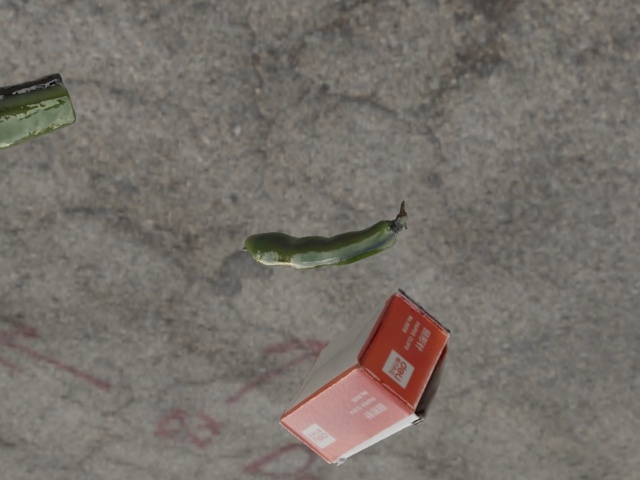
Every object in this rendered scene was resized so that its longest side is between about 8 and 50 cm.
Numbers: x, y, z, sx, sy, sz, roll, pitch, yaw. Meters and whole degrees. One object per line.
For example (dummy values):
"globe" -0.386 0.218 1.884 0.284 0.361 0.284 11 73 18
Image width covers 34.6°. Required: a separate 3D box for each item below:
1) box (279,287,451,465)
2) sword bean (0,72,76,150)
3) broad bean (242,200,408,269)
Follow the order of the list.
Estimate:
"box" 0.055 0.164 1.192 0.099 0.133 0.182 39 135 -9
"sword bean" -0.284 -0.060 0.638 0.269 0.043 0.038 -16 139 -24
"broad bean" 0.000 0.004 1.172 0.227 0.069 0.039 -10 137 30
